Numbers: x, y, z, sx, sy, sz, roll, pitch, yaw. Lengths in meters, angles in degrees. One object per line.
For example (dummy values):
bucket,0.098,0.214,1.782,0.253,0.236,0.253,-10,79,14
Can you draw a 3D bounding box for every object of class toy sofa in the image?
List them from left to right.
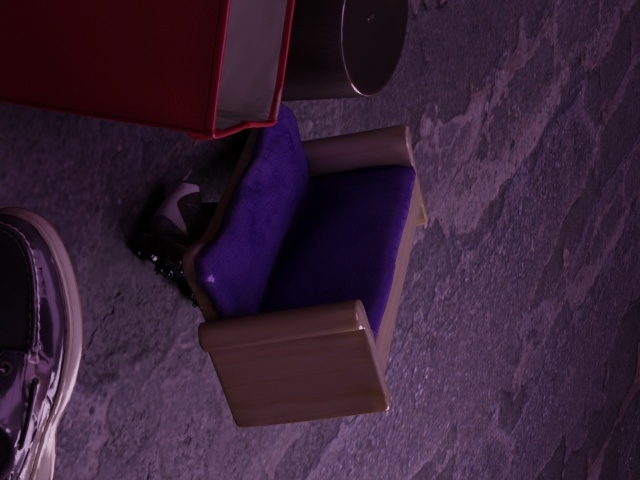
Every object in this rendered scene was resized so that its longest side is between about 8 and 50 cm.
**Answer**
toy sofa,0.000,0.000,1.290,0.362,0.150,0.177,-71,149,-58

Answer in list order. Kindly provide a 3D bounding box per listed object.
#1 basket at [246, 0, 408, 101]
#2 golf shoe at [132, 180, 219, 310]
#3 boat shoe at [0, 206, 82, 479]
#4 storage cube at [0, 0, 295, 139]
basket,-0.052,-0.197,1.154,0.154,0.226,0.204,-41,135,-51
golf shoe,-0.101,0.015,1.305,0.094,0.077,0.198,-70,153,-19
boat shoe,-0.252,0.119,1.019,0.092,0.102,0.285,-20,123,-65
storage cube,-0.131,-0.189,0.991,0.183,0.193,0.215,-33,132,-75
